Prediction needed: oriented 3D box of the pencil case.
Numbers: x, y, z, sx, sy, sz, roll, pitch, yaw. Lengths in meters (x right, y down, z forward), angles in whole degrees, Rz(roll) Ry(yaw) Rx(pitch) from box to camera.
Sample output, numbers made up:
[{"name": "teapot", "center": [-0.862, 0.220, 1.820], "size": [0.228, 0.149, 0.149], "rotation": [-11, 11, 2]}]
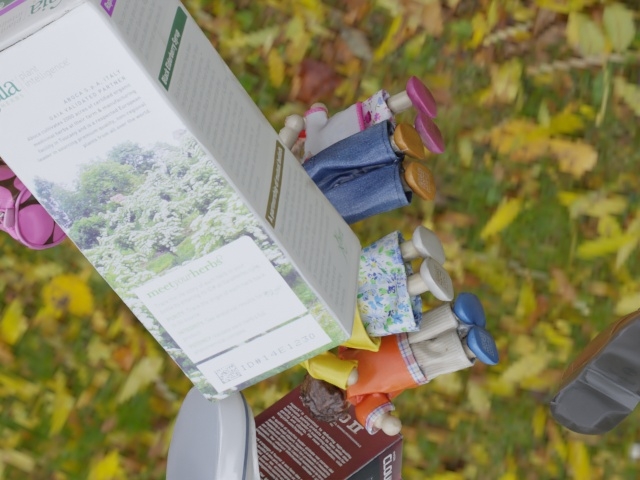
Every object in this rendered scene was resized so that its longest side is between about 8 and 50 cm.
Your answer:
[{"name": "pencil case", "center": [-0.359, -0.051, 1.864], "size": [0.209, 0.098, 0.095], "rotation": [12, 116, 37]}]

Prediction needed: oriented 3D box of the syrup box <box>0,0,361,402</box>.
[{"name": "syrup box", "center": [-0.081, -0.038, 0.920], "size": [0.093, 0.096, 0.237], "rotation": [-26, 118, 21]}]

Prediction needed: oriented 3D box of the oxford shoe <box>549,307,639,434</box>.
[{"name": "oxford shoe", "center": [0.256, 0.074, 1.378], "size": [0.076, 0.076, 0.212], "rotation": [37, 139, -13]}]

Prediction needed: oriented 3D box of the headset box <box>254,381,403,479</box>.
[{"name": "headset box", "center": [-0.045, 0.266, 1.588], "size": [0.110, 0.293, 0.218], "rotation": [40, 151, 29]}]

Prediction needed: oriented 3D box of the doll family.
[{"name": "doll family", "center": [0.000, 0.000, 1.176], "size": [0.163, 0.263, 0.118], "rotation": [-24, 150, 23]}]

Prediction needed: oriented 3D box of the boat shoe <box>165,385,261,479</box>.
[{"name": "boat shoe", "center": [-0.065, 0.222, 1.338], "size": [0.084, 0.095, 0.258], "rotation": [-5, 114, -27]}]
